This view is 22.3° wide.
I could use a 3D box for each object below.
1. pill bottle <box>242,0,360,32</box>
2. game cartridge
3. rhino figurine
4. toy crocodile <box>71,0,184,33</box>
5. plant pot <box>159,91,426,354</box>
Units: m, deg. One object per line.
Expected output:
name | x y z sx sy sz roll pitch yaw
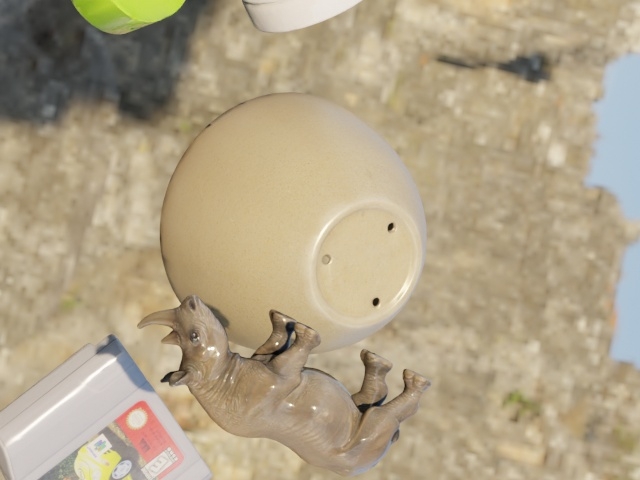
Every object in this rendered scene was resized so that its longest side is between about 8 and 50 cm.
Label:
pill bottle | -0.061 -0.342 1.345 0.181 0.181 0.323 -87 156 -62
game cartridge | -0.252 0.250 1.846 0.060 0.196 0.294 48 -10 40
rhino figurine | -0.038 0.115 1.331 0.106 0.243 0.073 -67 -166 -1
toy crocodile | -0.227 -0.298 1.218 0.105 0.340 0.115 -38 -177 -28
plant pot | 0.000 0.000 1.686 0.191 0.284 0.284 25 -75 58
